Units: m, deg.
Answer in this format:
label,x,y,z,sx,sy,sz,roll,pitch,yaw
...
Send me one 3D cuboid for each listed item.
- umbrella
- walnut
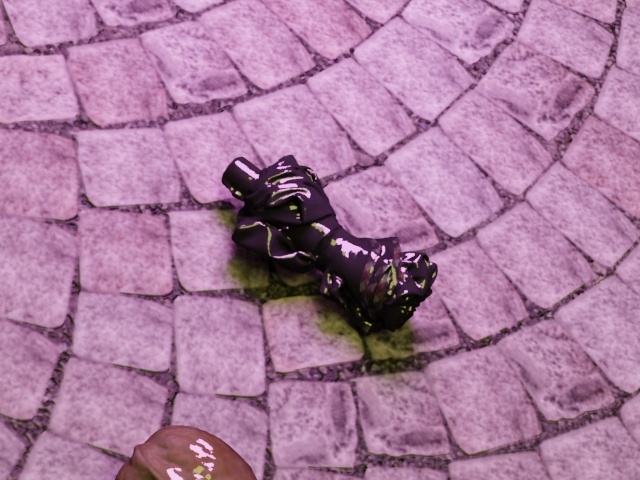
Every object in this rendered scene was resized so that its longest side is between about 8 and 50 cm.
label,x,y,z,sx,sy,sz,roll,pitch,yaw
umbrella,0.000,0.001,1.927,0.272,0.110,0.122,38,87,5
walnut,-0.129,0.264,1.688,0.162,0.140,0.140,49,54,0
